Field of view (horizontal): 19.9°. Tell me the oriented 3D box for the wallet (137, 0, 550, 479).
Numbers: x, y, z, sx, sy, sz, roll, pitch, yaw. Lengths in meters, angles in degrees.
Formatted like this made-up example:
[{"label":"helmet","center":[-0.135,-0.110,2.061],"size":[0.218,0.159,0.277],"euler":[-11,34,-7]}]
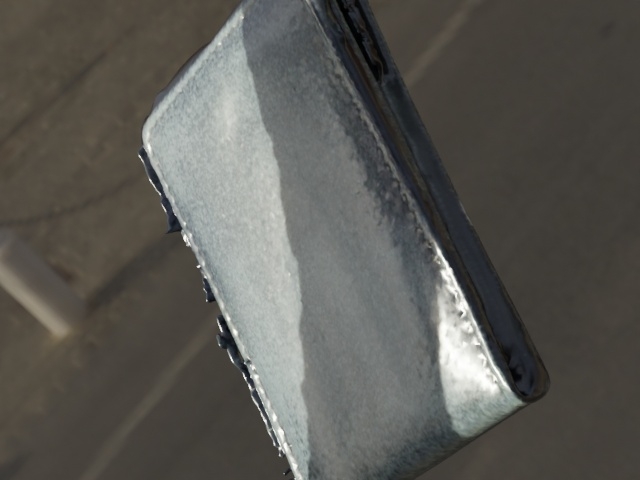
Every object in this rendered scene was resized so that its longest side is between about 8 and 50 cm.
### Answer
[{"label":"wallet","center":[0.002,0.000,0.787],"size":[0.167,0.036,0.222],"euler":[-43,67,48]}]
